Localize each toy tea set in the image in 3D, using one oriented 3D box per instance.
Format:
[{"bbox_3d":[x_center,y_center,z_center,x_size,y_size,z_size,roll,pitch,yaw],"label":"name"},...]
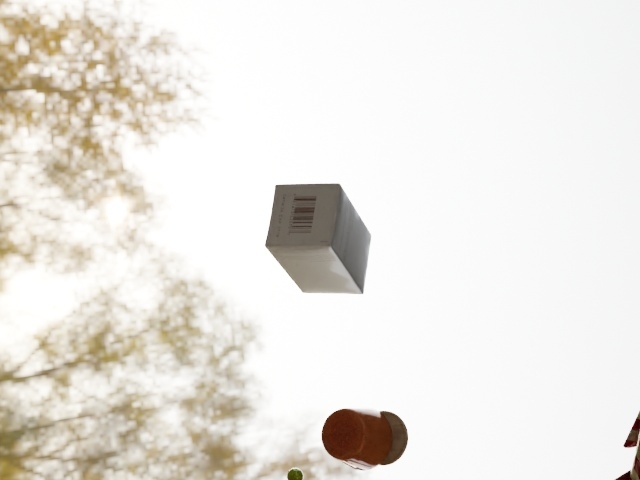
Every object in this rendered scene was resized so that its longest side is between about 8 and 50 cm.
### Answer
[{"bbox_3d":[0.011,0.357,1.378,0.200,0.124,0.336,41,-83,31],"label":"toy tea set"}]

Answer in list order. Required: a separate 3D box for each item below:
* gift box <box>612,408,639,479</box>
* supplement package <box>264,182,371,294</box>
[{"bbox_3d":[0.348,0.229,0.848,0.258,0.255,0.276,-101,-163,-59],"label":"gift box"},{"bbox_3d":[0.000,0.000,1.746,0.179,0.105,0.105,55,38,-58],"label":"supplement package"}]
